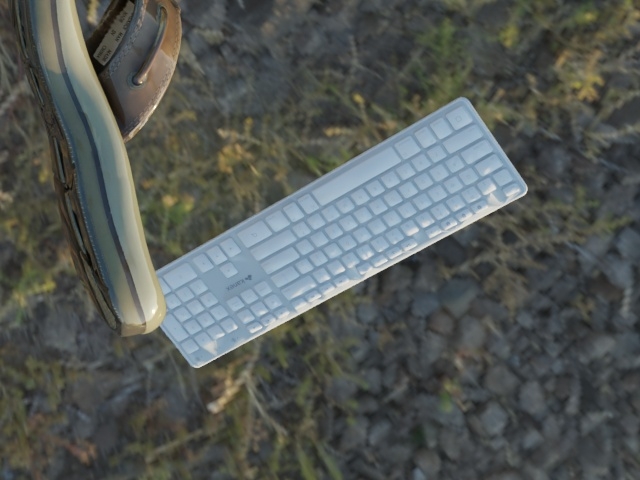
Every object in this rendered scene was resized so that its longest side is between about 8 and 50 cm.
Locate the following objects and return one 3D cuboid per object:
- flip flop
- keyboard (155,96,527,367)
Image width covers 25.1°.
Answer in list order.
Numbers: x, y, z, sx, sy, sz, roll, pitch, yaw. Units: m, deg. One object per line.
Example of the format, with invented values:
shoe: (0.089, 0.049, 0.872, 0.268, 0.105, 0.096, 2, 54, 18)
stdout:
flip flop: (-0.106, -0.086, 0.733, 0.080, 0.112, 0.277, -15, 106, -14)
keyboard: (0.000, 0.000, 0.885, 0.256, 0.014, 0.072, -29, 115, 23)
